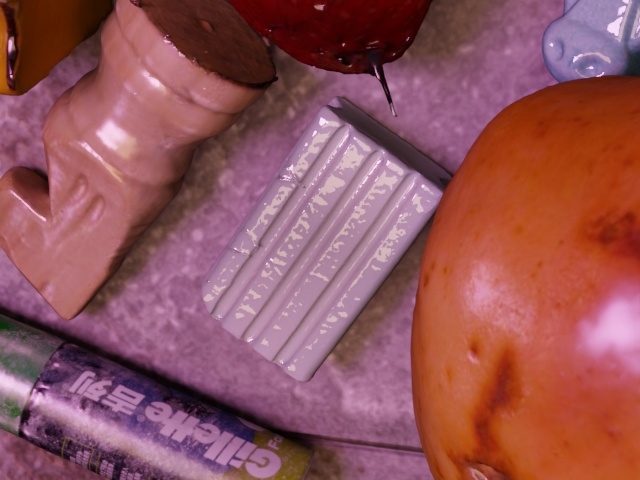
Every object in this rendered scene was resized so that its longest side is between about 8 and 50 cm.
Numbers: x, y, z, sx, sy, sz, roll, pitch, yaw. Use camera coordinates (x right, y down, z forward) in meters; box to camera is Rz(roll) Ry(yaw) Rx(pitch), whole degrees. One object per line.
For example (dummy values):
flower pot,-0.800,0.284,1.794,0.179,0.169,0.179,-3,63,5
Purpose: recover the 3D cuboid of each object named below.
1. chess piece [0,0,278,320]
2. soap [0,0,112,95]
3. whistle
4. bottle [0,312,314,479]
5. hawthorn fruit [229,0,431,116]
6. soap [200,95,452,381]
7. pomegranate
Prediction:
chess piece,-0.165,-0.064,0.899,0.137,0.137,0.301,39,119,-2
soap,-0.332,-0.189,0.841,0.324,0.204,0.096,6,118,10
whistle,0.239,-0.208,0.791,0.186,0.093,0.274,35,107,27
bottle,-0.173,0.155,0.962,0.330,0.093,0.093,23,108,3
hawthorn fruit,0.004,-0.195,0.789,0.181,0.181,0.235,-15,98,14
soap,0.000,0.000,0.902,0.119,0.066,0.198,36,108,0
pomegranate,0.255,0.063,0.734,0.410,0.410,0.410,3,106,9
